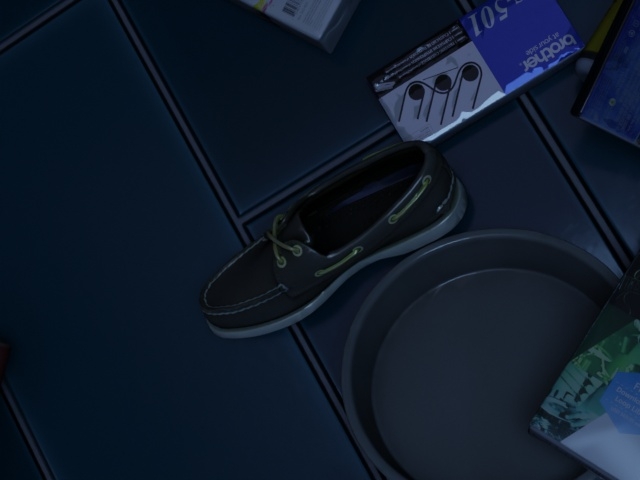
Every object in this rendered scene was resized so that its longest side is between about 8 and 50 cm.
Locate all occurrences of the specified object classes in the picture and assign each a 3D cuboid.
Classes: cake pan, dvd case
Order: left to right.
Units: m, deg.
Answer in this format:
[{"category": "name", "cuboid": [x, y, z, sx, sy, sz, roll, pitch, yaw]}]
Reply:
[{"category": "cake pan", "cuboid": [0.167, 0.126, 1.036, 0.293, 0.054, 0.293, -8, 59, 14]}, {"category": "dvd case", "cuboid": [0.377, -0.149, 1.008, 0.253, 0.022, 0.180, 23, 95, -16]}]

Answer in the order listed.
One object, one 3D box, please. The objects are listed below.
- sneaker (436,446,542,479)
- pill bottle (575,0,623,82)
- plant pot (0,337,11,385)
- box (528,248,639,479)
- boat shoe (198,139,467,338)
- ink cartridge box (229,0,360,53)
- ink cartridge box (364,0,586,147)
[{"category": "sneaker", "cuboid": [0.149, 0.350, 1.036, 0.179, 0.124, 0.295, -12, 77, 8]}, {"category": "pill bottle", "cuboid": [0.337, -0.219, 1.050, 0.103, 0.103, 0.184, 33, 93, 14]}, {"category": "plant pot", "cuboid": [-0.472, 0.180, 1.145, 0.275, 0.275, 0.243, 23, 81, 14]}, {"category": "box", "cuboid": [0.361, 0.092, 0.922, 0.232, 0.058, 0.322, 31, 78, 17]}, {"category": "boat shoe", "cuboid": [-0.001, -0.003, 1.101, 0.305, 0.091, 0.109, -29, 50, 9]}, {"category": "ink cartridge box", "cuboid": [-0.046, -0.293, 1.168, 0.181, 0.061, 0.104, 30, 92, 13]}, {"category": "ink cartridge box", "cuboid": [0.160, -0.180, 1.118, 0.207, 0.046, 0.097, -31, 81, 9]}]
